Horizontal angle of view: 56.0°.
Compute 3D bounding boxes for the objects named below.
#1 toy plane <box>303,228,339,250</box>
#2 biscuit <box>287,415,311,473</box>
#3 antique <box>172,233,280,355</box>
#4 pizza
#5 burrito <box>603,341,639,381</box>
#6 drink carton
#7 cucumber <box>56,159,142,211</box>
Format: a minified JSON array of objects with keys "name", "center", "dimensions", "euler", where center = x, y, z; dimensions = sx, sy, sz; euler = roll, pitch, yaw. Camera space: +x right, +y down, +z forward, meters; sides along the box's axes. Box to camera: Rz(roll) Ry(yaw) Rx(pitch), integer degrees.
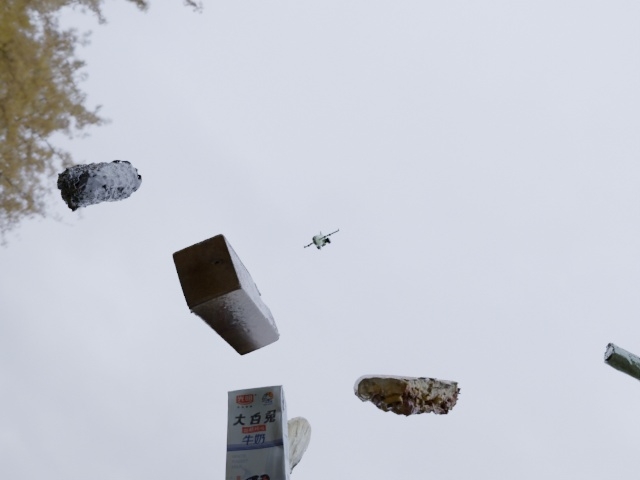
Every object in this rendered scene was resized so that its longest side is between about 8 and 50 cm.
[{"name":"toy plane","center":[0.000,0.000,1.503],"dimensions":[0.102,0.111,0.040],"euler":[-31,-86,14]},{"name":"biscuit","center":[-0.089,0.522,1.466],"dimensions":[0.040,0.265,0.188],"euler":[21,-82,25]},{"name":"antique","center":[-0.144,0.102,0.989],"dimensions":[0.087,0.094,0.310],"euler":[-23,-25,-2]},{"name":"pizza","center":[0.132,0.236,0.917],"dimensions":[0.127,0.246,0.058],"euler":[-4,-104,32]},{"name":"burrito","center":[0.544,0.222,1.033],"dimensions":[0.118,0.074,0.044],"euler":[31,-78,24]},{"name":"drink carton","center":[-0.130,0.466,1.263],"dimensions":[0.130,0.315,0.107],"euler":[-6,-46,-2]},{"name":"cucumber","center":[-0.244,-0.064,0.667],"dimensions":[0.053,0.181,0.053],"euler":[0,-81,-1]}]
